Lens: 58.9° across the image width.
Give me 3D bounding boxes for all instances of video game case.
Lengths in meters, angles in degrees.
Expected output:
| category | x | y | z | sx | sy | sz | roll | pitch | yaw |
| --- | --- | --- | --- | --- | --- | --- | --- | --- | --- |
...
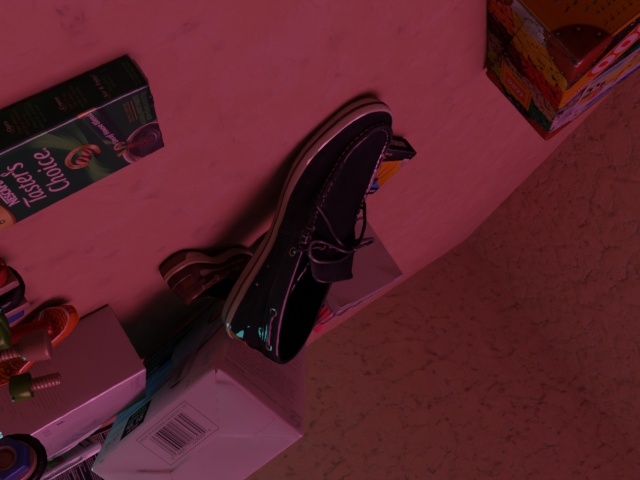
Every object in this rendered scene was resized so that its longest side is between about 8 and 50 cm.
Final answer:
| category | x | y | z | sx | sy | sz | roll | pitch | yaw |
| --- | --- | --- | --- | --- | --- | --- | --- | --- | --- |
| video game case | -0.640 | 0.511 | 1.343 | 0.183 | 0.023 | 0.201 | -24 | -164 | -39 |

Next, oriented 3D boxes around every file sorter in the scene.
| category | x | y | z | sx | sy | sz | roll | pitch | yaw |
| --- | --- | --- | --- | --- | --- | --- | --- | --- | --- |
| file sorter | 0.036 | 0.092 | 1.456 | 0.277 | 0.193 | 0.173 | -21 | 163 | -47 |

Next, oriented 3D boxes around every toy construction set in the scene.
| category | x | y | z | sx | sy | sz | roll | pitch | yaw |
| --- | --- | --- | --- | --- | --- | --- | --- | --- | --- |
| toy construction set | -0.432 | 0.155 | 0.613 | 0.237 | 0.258 | 0.309 | -12 | -178 | -17 |

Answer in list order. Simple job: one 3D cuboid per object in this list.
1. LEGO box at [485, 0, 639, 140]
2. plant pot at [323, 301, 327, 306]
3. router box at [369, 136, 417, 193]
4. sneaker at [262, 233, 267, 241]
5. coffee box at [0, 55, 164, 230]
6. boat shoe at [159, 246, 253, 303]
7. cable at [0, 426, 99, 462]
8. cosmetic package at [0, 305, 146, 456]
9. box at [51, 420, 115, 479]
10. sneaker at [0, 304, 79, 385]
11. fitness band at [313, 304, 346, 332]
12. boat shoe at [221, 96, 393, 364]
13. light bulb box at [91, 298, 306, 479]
| category | x | y | z | sx | sy | sz | roll | pitch | yaw |
| --- | --- | --- | --- | --- | --- | --- | --- | --- | --- |
| LEGO box | 0.516 | -0.429 | 0.886 | 0.500 | 0.193 | 0.372 | -38 | 166 | 10 |
| plant pot | -0.101 | 0.194 | 1.625 | 0.237 | 0.110 | 0.237 | -33 | 167 | -9 |
| router box | 0.099 | -0.147 | 1.117 | 0.133 | 0.046 | 0.179 | -43 | 164 | 27 |
| sneaker | -0.082 | 0.067 | 1.247 | 0.094 | 0.151 | 0.256 | -14 | 120 | -2 |
| coffee box | -0.240 | -0.085 | 0.524 | 0.184 | 0.040 | 0.113 | -31 | 165 | -19 |
| boat shoe | -0.189 | 0.075 | 1.054 | 0.095 | 0.095 | 0.257 | -42 | 165 | 22 |
| cable | -0.557 | 0.387 | 1.217 | 0.257 | 0.089 | 0.257 | -29 | 164 | -31 |
| cosmetic package | -0.432 | 0.255 | 0.982 | 0.224 | 0.138 | 0.224 | -30 | 165 | -28 |
| box | -0.649 | 0.695 | 1.529 | 0.182 | 0.296 | 0.294 | -32 | 168 | 24 |
| sneaker | -0.429 | 0.159 | 0.834 | 0.175 | 0.064 | 0.067 | -33 | 176 | -1 |
| fitness band | 0.060 | 0.159 | 1.767 | 0.291 | 0.054 | 0.209 | -56 | -172 | -21 |
| boat shoe | 0.000 | 0.000 | 0.969 | 0.186 | 0.156 | 0.500 | 3 | 122 | -56 |
| light bulb box | -0.230 | 0.323 | 1.205 | 0.358 | 0.225 | 0.361 | -40 | -162 | 15 |
